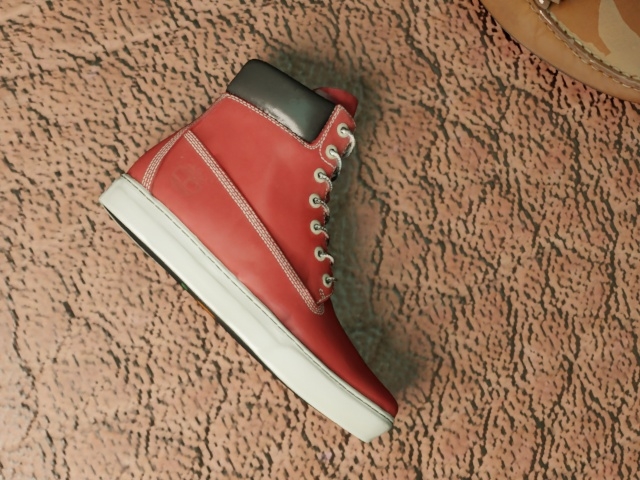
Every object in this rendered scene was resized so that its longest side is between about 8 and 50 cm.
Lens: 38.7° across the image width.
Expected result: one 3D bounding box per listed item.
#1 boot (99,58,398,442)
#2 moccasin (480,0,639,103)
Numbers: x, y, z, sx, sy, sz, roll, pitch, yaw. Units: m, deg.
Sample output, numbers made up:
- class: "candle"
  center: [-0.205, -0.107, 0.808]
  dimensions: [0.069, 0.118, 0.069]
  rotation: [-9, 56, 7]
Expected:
- class: "boot"
  center: [0.000, 0.000, 0.610]
  dimensions: [0.176, 0.088, 0.244]
  rotation: [-44, 92, -12]
- class: "moccasin"
  center: [0.152, -0.260, 0.620]
  dimensions: [0.139, 0.147, 0.380]
  rotation: [-31, 93, -11]
